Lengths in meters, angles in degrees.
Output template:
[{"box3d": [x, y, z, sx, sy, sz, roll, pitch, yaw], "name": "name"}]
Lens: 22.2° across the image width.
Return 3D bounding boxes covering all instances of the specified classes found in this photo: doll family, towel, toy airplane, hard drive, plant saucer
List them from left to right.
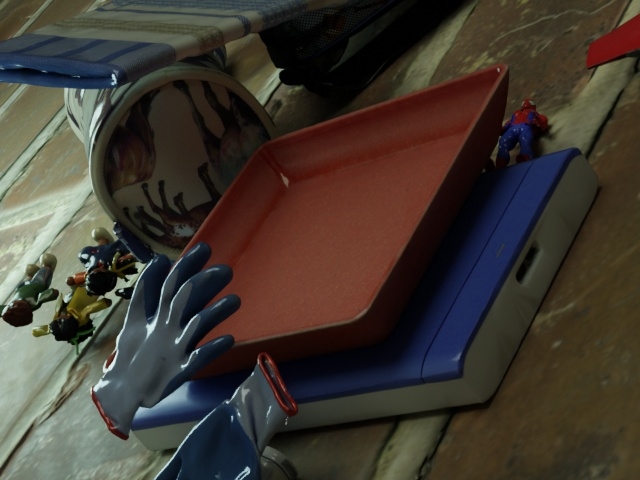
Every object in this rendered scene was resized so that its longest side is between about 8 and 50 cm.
[{"box3d": [-0.194, 0.043, 1.427, 0.193, 0.076, 0.111, -28, 20, 17], "name": "doll family"}, {"box3d": [-0.124, -0.176, 1.350, 0.209, 0.034, 0.285, 9, 27, 43], "name": "towel"}, {"box3d": [0.000, 0.000, 1.140, 0.259, 0.048, 0.258, -14, 33, 43], "name": "plant saucer"}, {"box3d": [0.023, 0.045, 1.137, 0.318, 0.040, 0.210, -14, 32, 44], "name": "hard drive"}, {"box3d": [0.264, -0.185, 1.229, 0.151, 0.028, 0.151, -33, 23, 16], "name": "toy airplane"}]

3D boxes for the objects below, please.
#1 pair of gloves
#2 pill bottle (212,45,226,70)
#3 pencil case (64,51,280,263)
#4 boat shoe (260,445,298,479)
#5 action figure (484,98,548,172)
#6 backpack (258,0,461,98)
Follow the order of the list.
[{"box3d": [-0.080, 0.107, 1.047, 0.159, 0.023, 0.198, -55, 52, 29], "name": "pair of gloves"}, {"box3d": [-0.138, -0.198, 1.807, 0.067, 0.067, 0.120, -32, 23, 15], "name": "pill bottle"}, {"box3d": [-0.141, -0.099, 1.481, 0.160, 0.183, 0.410, -17, 18, -7], "name": "pencil case"}, {"box3d": [-0.056, 0.151, 1.066, 0.035, 0.035, 0.100, -46, 30, -25], "name": "boat shoe"}, {"box3d": [0.145, -0.077, 1.190, 0.038, 0.030, 0.115, -11, 21, 20], "name": "action figure"}, {"box3d": [0.034, -0.301, 1.585, 0.263, 0.213, 0.276, -28, 22, 4], "name": "backpack"}]
